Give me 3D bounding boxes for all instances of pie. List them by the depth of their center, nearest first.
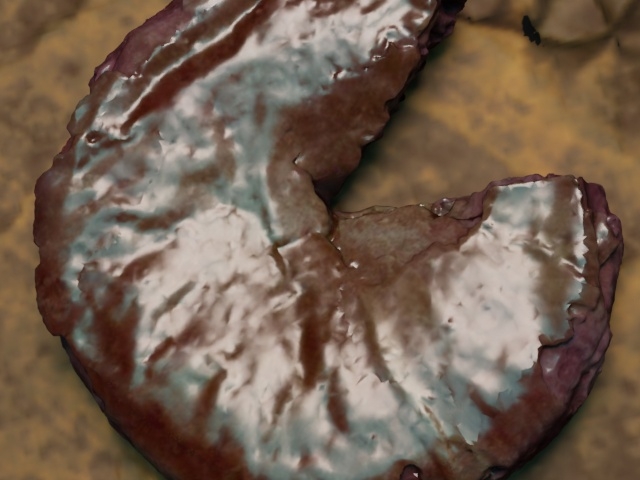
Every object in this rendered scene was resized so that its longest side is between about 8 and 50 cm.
[{"bbox_3d":[0.000,0.000,0.555,0.219,0.054,0.204,42,91,9],"label":"pie"}]
